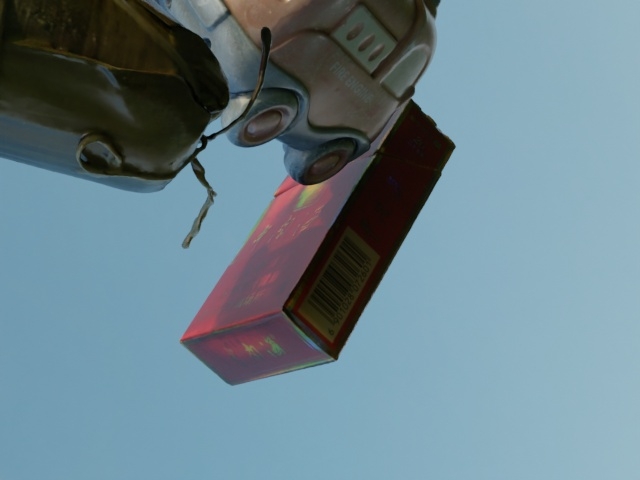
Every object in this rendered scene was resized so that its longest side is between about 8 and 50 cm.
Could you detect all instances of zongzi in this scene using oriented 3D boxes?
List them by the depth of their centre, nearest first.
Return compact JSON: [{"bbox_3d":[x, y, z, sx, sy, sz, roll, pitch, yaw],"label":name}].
[{"bbox_3d":[-0.143,-0.145,0.539,0.248,0.111,0.241,15,-120,-16],"label":"zongzi"}]

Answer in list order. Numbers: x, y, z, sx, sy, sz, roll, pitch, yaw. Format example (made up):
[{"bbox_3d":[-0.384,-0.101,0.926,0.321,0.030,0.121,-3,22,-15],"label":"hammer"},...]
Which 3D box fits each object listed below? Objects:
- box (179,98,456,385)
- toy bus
[{"bbox_3d":[-0.001,0.001,1.287,0.089,0.197,0.313,44,-125,-18],"label":"box"},{"bbox_3d":[-0.004,-0.207,1.113,0.197,0.232,0.294,58,-166,24],"label":"toy bus"}]
